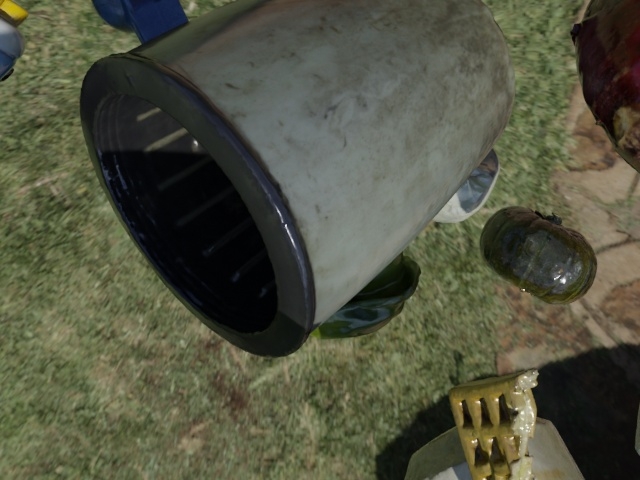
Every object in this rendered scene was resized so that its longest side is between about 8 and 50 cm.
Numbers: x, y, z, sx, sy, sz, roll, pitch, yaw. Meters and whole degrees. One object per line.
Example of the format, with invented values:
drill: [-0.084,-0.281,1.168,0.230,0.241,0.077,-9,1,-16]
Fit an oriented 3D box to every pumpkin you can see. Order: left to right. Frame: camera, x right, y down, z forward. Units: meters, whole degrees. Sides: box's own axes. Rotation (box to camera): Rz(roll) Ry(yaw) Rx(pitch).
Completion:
pumpkin: [0.400,0.023,1.808,0.224,0.223,0.157,24,98,-6]

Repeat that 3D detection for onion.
onion: [0.319,-0.132,0.761,0.247,0.246,0.190,16,145,-5]

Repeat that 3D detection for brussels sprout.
brussels sprout: [-0.001,0.003,1.365,0.295,0.227,0.259,13,123,30]

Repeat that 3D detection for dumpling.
dumpling: [0.159,-0.113,1.431,0.193,0.258,0.147,28,90,0]

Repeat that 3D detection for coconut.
coconut: [0.197,0.300,1.059,0.202,0.202,0.221,-26,73,4]

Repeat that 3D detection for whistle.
whistle: [-0.176,-0.228,0.970,0.090,0.090,0.157,-25,100,4]

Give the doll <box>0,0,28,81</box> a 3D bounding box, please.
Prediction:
doll: [-0.424,-0.130,1.048,0.141,0.177,0.314,30,90,20]

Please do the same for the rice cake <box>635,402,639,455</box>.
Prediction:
rice cake: [0.373,0.087,1.034,0.050,0.106,0.297,9,71,10]

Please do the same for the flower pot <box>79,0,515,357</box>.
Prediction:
flower pot: [-0.001,-0.097,0.907,0.330,0.294,0.293,-34,102,-29]

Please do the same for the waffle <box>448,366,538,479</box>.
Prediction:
waffle: [0.177,0.212,0.864,0.032,0.125,0.190,-14,82,-30]
